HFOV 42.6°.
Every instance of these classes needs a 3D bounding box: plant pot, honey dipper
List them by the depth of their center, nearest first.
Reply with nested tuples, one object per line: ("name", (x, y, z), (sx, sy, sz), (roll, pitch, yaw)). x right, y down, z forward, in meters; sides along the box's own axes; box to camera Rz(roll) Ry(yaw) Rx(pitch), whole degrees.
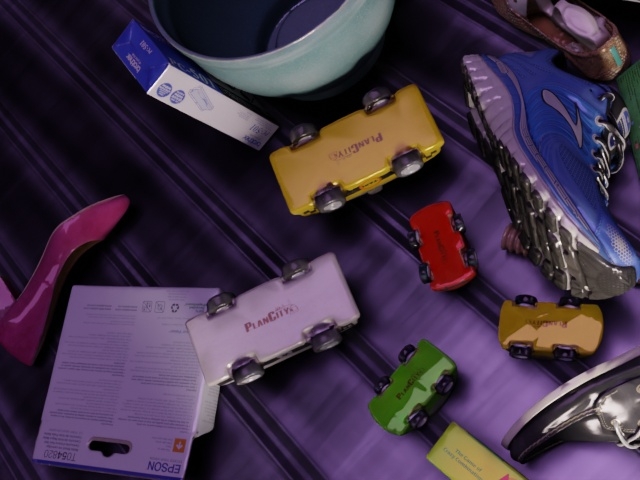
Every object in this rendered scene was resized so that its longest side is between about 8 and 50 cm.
("honey dipper", (0.263, 0.020, 0.830), (0.160, 0.030, 0.031), (20, 78, 25))
("plant pot", (-0.030, -0.290, 0.993), (0.293, 0.196, 0.293), (-9, 65, 21))

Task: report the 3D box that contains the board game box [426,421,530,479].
("board game box", (0.186, 0.241, 0.731), (0.181, 0.092, 0.043), (36, 85, 32))

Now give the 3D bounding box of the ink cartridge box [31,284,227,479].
("ink cartridge box", (-0.222, 0.165, 0.976), (0.223, 0.045, 0.224), (0, 69, 24))

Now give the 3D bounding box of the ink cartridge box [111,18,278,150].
("ink cartridge box", (-0.146, -0.183, 0.992), (0.046, 0.207, 0.097), (-48, 57, 14))

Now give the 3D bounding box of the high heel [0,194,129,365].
("high heel", (-0.325, 0.048, 1.070), (0.244, 0.082, 0.117), (-39, 86, -9))

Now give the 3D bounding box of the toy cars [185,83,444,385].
("toy cars", (0.000, 0.000, 0.924), (0.176, 0.087, 0.394), (24, 84, 20))

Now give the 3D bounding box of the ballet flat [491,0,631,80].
("ballet flat", (0.264, -0.258, 0.921), (0.073, 0.067, 0.206), (-45, 58, 2))

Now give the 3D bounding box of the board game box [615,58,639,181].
("board game box", (0.360, -0.082, 0.779), (0.030, 0.136, 0.260), (7, 65, -21))

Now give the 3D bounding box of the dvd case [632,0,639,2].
("dvd case", (0.376, -0.321, 0.880), (0.238, 0.030, 0.179), (18, 62, 22))

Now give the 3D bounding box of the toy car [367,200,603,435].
("toy car", (0.136, 0.103, 0.836), (0.239, 0.053, 0.225), (39, 88, 32))

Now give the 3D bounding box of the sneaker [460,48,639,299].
("sneaker", (0.245, -0.090, 0.807), (0.147, 0.130, 0.330), (-16, 50, 5))

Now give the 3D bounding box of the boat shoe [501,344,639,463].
("boat shoe", (0.274, 0.148, 0.736), (0.233, 0.084, 0.079), (-28, 60, 8))
